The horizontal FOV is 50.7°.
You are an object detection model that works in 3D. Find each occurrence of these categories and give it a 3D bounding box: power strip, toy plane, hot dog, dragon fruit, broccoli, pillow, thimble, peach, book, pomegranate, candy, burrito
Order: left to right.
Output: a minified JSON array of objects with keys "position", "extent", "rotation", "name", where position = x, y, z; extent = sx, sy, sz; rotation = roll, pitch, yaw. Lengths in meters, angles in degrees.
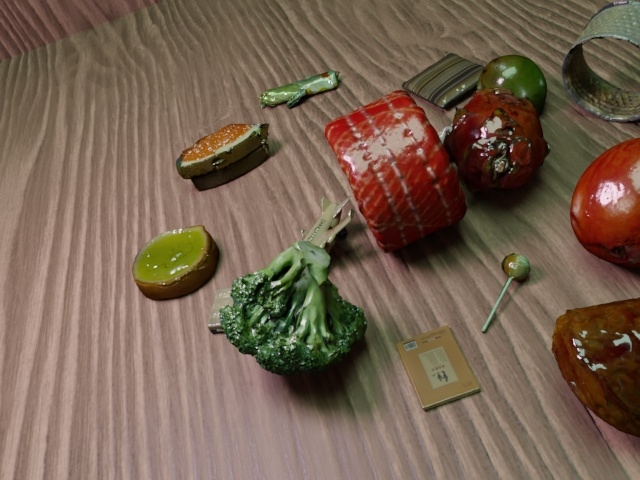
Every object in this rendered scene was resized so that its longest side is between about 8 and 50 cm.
[{"position":[-0.230,0.166,1.612],"extent":[0.056,0.032,0.123],"rotation":[-8,43,16],"name":"power strip"},{"position":[-0.048,0.144,1.381],"extent":[0.308,0.275,0.308],"rotation":[16,33,-11],"name":"broccoli"},{"position":[-0.068,-0.494,2.242],"extent":[0.288,0.054,0.104],"rotation":[-15,43,4],"name":"burrito"},{"position":[0.000,0.000,1.637],"extent":[0.229,0.092,0.244],"rotation":[-20,42,57],"name":"toy plane"},{"position":[0.175,-0.157,1.579],"extent":[0.231,0.350,0.350],"rotation":[-25,41,3],"name":"thimble"},{"position":[0.232,0.251,1.352],"extent":[0.118,0.012,0.172],"rotation":[-20,41,1],"name":"book"},{"position":[0.385,-0.488,2.053],"extent":[0.208,0.052,0.212],"rotation":[-34,41,-11],"name":"pillow"},{"position":[0.426,-0.245,1.652],"extent":[0.250,0.250,0.315],"rotation":[-17,56,3],"name":"dragon fruit"},{"position":[0.495,-0.420,1.859],"extent":[0.241,0.159,0.190],"rotation":[-14,41,15],"name":"pomegranate"},{"position":[0.383,0.111,1.424],"extent":[0.061,0.061,0.202],"rotation":[17,62,35],"name":"candy"},{"position":[0.758,-0.446,1.699],"extent":[0.271,0.271,0.150],"rotation":[19,56,36],"name":"thimble"},{"position":[0.654,-0.070,1.368],"extent":[0.281,0.238,0.281],"rotation":[0,80,-2],"name":"peach"},{"position":[0.597,0.195,1.155],"extent":[0.388,0.174,0.267],"rotation":[-8,44,1],"name":"hot dog"}]

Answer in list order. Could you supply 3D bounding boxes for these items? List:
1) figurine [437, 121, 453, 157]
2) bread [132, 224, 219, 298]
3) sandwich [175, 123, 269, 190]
[{"position":[0.345,-0.257,1.823],"extent":[0.146,0.081,0.098],"rotation":[-31,86,-18],"name":"figurine"},{"position":[-0.378,0.053,1.764],"extent":[0.236,0.070,0.236],"rotation":[-12,41,11],"name":"bread"},{"position":[-0.303,-0.259,2.047],"extent":[0.292,0.109,0.212],"rotation":[-38,38,-23],"name":"sandwich"}]
